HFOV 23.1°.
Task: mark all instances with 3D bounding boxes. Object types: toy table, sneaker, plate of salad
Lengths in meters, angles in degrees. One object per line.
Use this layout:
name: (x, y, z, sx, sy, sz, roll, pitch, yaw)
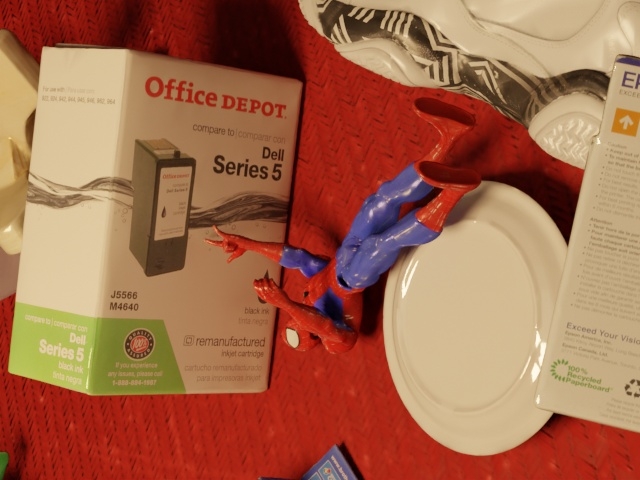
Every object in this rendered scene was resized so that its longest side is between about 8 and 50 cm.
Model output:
toy table: (-0.255, -0.060, 1.399, 0.161, 0.252, 0.274, -17, 42, 40)
sneaker: (0.152, -0.185, 1.081, 0.366, 0.137, 0.210, 31, 107, 36)
plate of salad: (0.120, 0.056, 1.144, 0.200, 0.048, 0.199, -5, 83, 49)

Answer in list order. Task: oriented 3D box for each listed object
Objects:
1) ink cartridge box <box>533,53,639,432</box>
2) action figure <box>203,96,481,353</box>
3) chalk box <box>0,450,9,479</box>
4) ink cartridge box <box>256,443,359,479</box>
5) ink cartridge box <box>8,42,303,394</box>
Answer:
ink cartridge box: (0.260, 0.018, 0.942, 0.223, 0.045, 0.223, 14, 98, 10)
action figure: (0.000, 0.000, 1.176, 0.280, 0.139, 0.091, 120, 157, -49)
chalk box: (-0.352, 0.307, 1.524, 0.132, 0.132, 0.213, 10, 92, 44)
ink cartridge box: (-0.062, 0.325, 1.258, 0.311, 0.065, 0.185, -43, 59, 19)
ink cartridge box: (-0.134, -0.016, 1.293, 0.115, 0.198, 0.272, 9, 93, 44)
